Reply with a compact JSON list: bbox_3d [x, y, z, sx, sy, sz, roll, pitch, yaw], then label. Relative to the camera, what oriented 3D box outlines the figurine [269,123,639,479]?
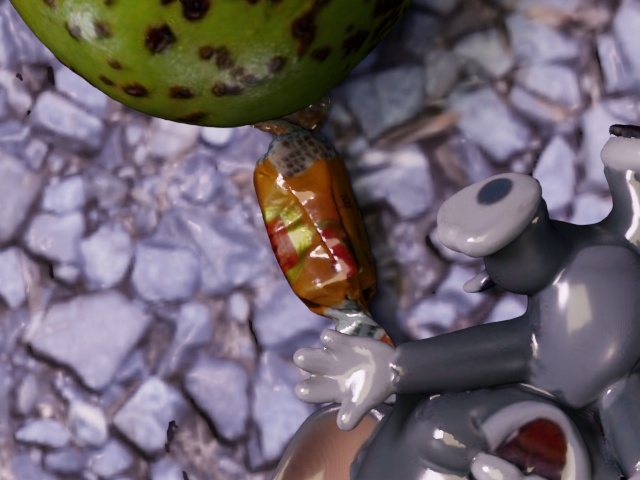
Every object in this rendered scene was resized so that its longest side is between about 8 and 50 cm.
[{"bbox_3d":[0.081,0.066,0.680,0.193,0.140,0.265,18,82,-5],"label":"figurine"}]

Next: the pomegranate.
[{"bbox_3d":[-0.047,-0.169,0.677,0.211,0.263,0.211,5,61,-9],"label":"pomegranate"}]

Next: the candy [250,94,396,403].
[{"bbox_3d":[0.000,0.000,0.753,0.053,0.046,0.182,-21,80,15],"label":"candy"}]
